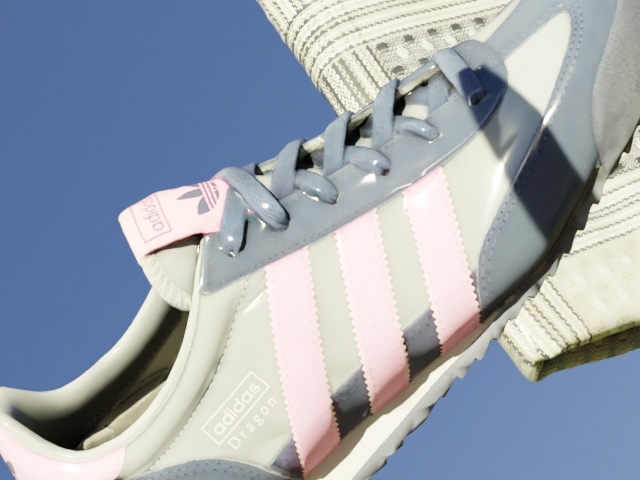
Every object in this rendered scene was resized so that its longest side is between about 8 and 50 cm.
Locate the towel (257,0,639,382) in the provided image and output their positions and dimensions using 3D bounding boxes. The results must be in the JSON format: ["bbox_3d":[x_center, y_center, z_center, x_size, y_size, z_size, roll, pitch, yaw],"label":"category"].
[{"bbox_3d":[0.166,-0.088,1.022,0.324,0.312,0.056,-16,-33,-28],"label":"towel"}]

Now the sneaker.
[{"bbox_3d":[0.000,0.000,0.695,0.131,0.112,0.319,36,-84,-22],"label":"sneaker"}]
